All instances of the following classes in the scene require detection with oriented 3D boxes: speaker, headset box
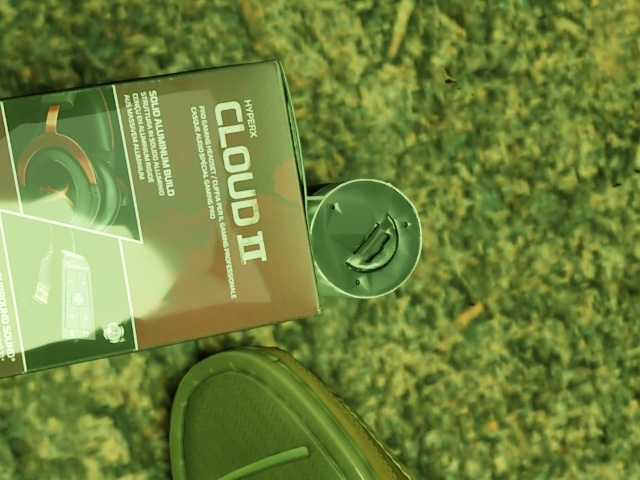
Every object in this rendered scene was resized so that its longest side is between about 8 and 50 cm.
[{"bbox_3d":[0.000,0.000,0.869,0.055,0.136,0.055,0,90,-18],"label":"speaker"},{"bbox_3d":[-0.146,-0.002,0.776,0.293,0.218,0.110,-11,93,-19],"label":"headset box"}]

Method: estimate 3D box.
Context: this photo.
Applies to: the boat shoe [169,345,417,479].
[{"bbox_3d":[0.035,0.181,0.904,0.307,0.110,0.104,60,30,0],"label":"boat shoe"}]
